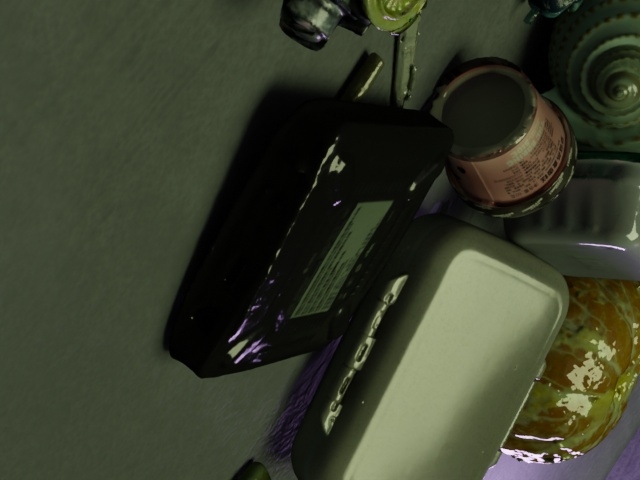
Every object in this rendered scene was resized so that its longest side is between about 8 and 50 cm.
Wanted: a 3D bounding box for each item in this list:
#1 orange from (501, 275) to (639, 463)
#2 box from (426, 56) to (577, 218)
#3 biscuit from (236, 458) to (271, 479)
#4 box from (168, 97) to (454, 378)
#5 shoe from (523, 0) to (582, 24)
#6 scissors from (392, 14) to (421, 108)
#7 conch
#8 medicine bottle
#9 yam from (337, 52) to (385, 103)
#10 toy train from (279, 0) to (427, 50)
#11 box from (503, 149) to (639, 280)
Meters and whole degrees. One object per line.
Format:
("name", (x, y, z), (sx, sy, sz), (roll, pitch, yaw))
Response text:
("orange", (0.332, 0.157, 1.810), (0.329, 0.249, 0.329), (-50, 152, -38))
("box", (0.194, -0.118, 1.397), (0.151, 0.151, 0.135), (-56, 146, -6))
("biscuit", (-0.073, 0.378, 1.565), (0.099, 0.038, 0.322), (-46, 149, -22))
("box", (0.000, 0.000, 1.236), (0.289, 0.073, 0.290), (-4, 128, -60))
("shoe", (0.289, -0.298, 1.459), (0.143, 0.064, 0.071), (-33, 143, -38))
("scissors", (0.090, -0.237, 1.220), (0.109, 0.022, 0.300), (-35, 146, -33))
("conch", (0.392, -0.190, 1.601), (0.319, 0.215, 0.303), (-12, 139, -55))
("medicine bottle", (0.133, 0.165, 1.522), (0.282, 0.123, 0.375), (25, 93, -34))
("yam", (0.024, -0.130, 1.216), (0.116, 0.021, 0.021), (-56, 154, -3))
("toy train", (0.032, -0.278, 0.953), (0.261, 0.134, 0.177), (-60, 146, 0))
("box", (0.337, -0.022, 1.571), (0.337, 0.264, 0.106), (28, 69, -61))
